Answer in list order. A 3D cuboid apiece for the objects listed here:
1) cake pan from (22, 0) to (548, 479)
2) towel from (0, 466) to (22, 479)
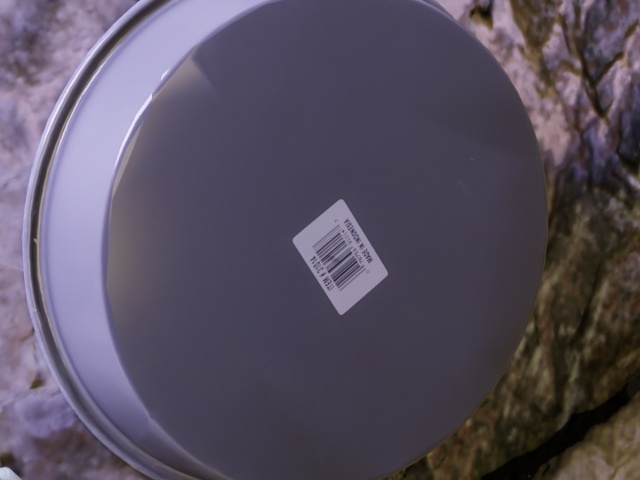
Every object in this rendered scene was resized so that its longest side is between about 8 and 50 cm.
[{"bbox_3d":[0.000,0.000,0.635,0.293,0.054,0.293,-5,101,-28],"label":"cake pan"},{"bbox_3d":[-0.147,0.292,0.611,0.248,0.038,0.325,-46,117,-14],"label":"towel"}]
